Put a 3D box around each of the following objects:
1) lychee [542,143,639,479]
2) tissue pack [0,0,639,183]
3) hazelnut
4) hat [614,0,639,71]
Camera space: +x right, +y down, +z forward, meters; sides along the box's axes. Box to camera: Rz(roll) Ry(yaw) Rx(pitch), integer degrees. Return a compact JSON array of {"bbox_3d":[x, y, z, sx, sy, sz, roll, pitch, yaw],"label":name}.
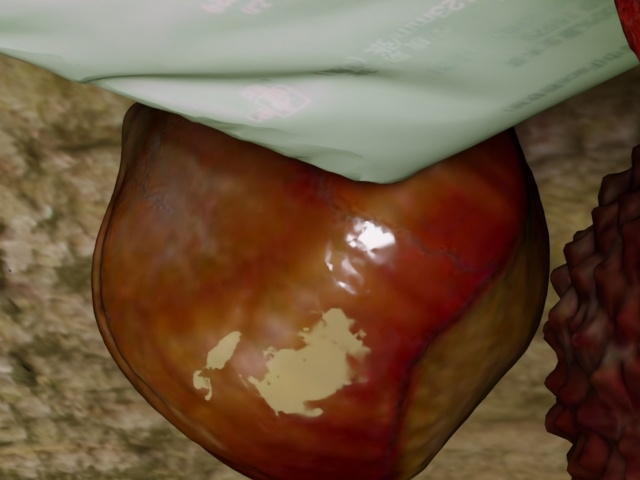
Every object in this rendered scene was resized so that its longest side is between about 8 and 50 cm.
[{"bbox_3d":[0.241,0.052,0.639,0.306,0.306,0.330,43,162,-25],"label":"lychee"},{"bbox_3d":[0.042,-0.199,0.430,0.332,0.205,0.405,15,150,-38],"label":"tissue pack"},{"bbox_3d":[0.000,0.000,0.743,0.230,0.229,0.229,14,142,11],"label":"hazelnut"},{"bbox_3d":[0.165,-0.083,0.358,0.140,0.227,0.128,-143,42,-59],"label":"hat"}]
